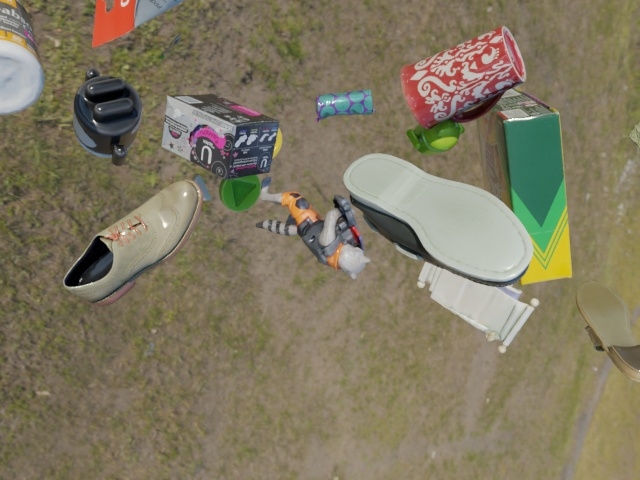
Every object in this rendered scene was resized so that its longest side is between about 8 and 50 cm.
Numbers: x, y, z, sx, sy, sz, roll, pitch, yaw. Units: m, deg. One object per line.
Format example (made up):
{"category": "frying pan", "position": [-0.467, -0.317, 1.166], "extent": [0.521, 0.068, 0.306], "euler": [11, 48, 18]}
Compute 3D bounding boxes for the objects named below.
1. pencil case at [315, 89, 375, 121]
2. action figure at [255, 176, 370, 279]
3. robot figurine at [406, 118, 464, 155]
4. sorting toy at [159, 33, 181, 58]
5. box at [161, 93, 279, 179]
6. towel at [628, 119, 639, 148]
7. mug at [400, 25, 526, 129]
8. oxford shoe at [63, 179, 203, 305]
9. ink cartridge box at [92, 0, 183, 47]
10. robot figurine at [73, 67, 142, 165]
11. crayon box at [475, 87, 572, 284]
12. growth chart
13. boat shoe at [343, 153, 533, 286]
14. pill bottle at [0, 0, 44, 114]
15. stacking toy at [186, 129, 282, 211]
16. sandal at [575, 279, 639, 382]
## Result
{"category": "pencil case", "position": [0.062, -0.347, 1.634], "extent": [0.064, 0.151, 0.070], "euler": [-104, -170, -51]}
{"category": "action figure", "position": [0.000, 0.000, 1.695], "extent": [0.178, 0.330, 0.341], "euler": [-43, 145, -15]}
{"category": "robot figurine", "position": [0.207, -0.189, 1.140], "extent": [0.101, 0.115, 0.067], "euler": [-19, 94, -10]}
{"category": "sorting toy", "position": [-0.427, -0.546, 1.800], "extent": [0.012, 0.083, 0.062], "euler": [41, 40, -24]}
{"category": "box", "position": [-0.253, -0.261, 1.580], "extent": [0.163, 0.247, 0.142], "euler": [-19, 128, -50]}
{"category": "towel", "position": [0.807, -0.251, 1.523], "extent": [0.027, 0.148, 0.110], "euler": [2, 134, -18]}
{"category": "mug", "position": [0.237, -0.262, 1.022], "extent": [0.150, 0.169, 0.113], "euler": [-10, 82, -57]}
{"category": "oxford shoe", "position": [-0.389, 0.000, 1.338], "extent": [0.348, 0.123, 0.130], "euler": [-48, 162, -2]}
{"category": "ink cartridge box", "position": [-0.405, -0.653, 1.456], "extent": [0.091, 0.385, 0.308], "euler": [32, 48, -55]}
{"category": "robot figurine", "position": [-0.573, -0.328, 1.696], "extent": [0.173, 0.278, 0.209], "euler": [21, 70, -16]}
{"category": "crayon box", "position": [0.401, -0.127, 1.293], "extent": [0.363, 0.106, 0.313], "euler": [-75, 156, -70]}
{"category": "growth chart", "position": [0.298, 0.095, 1.224], "extent": [0.021, 0.237, 0.172], "euler": [-37, 160, -48]}
{"category": "boat shoe", "position": [0.153, -0.021, 0.836], "extent": [0.114, 0.302, 0.091], "euler": [-39, 137, -9]}
{"category": "pill bottle", "position": [-0.642, -0.388, 1.238], "extent": [0.162, 0.278, 0.162], "euler": [-19, 146, -13]}
{"category": "stacking toy", "position": [-0.292, -0.242, 1.858], "extent": [0.309, 0.130, 0.280], "euler": [6, 107, -40]}
{"category": "sandal", "position": [0.496, 0.171, 1.098], "extent": [0.240, 0.088, 0.079], "euler": [-94, -175, -57]}
